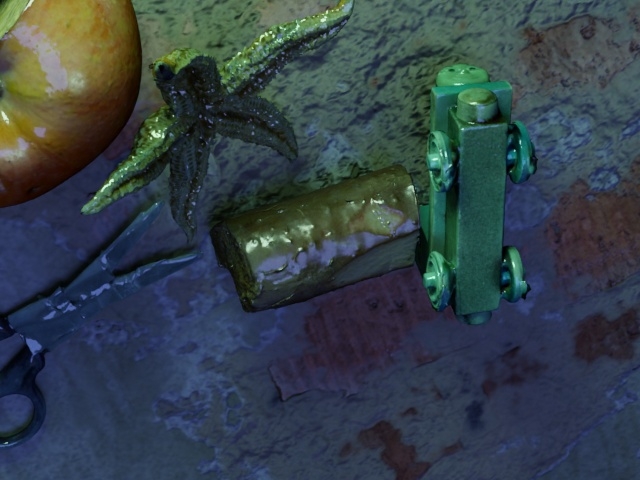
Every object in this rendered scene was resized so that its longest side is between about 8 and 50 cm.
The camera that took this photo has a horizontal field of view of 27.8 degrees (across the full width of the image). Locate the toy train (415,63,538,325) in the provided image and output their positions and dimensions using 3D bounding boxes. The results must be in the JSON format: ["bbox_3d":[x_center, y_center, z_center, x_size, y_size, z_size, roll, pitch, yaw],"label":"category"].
[{"bbox_3d":[0.167,-0.055,1.493,0.120,0.194,0.298,-5,122,-7],"label":"toy train"}]

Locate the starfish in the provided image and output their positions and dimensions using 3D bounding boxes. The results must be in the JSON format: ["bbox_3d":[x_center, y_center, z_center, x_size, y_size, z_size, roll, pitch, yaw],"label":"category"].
[{"bbox_3d":[-0.123,-0.113,1.332,0.347,0.078,0.358,-31,160,-44],"label":"starfish"}]

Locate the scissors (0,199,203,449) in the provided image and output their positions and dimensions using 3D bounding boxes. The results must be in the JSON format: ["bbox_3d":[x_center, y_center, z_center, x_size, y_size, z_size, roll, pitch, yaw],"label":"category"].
[{"bbox_3d":[-0.314,0.086,1.521,0.383,0.029,0.256,-35,126,9],"label":"scissors"}]

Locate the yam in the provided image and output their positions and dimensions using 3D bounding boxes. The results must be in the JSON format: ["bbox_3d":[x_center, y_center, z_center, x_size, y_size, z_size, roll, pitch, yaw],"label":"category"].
[{"bbox_3d":[-0.001,-0.001,1.507,0.238,0.128,0.129,-16,110,-11],"label":"yam"}]

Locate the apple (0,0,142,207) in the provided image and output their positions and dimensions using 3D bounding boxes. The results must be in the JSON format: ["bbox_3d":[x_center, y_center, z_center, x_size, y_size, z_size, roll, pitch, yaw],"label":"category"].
[{"bbox_3d":[-0.269,-0.140,1.241,0.163,0.251,0.293,33,108,-25],"label":"apple"}]
